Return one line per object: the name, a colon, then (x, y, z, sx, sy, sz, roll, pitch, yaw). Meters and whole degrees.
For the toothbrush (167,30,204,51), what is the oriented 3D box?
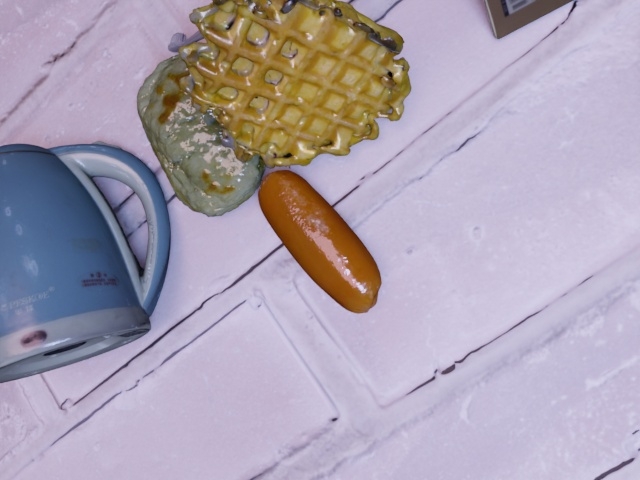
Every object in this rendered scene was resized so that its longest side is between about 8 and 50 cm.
toothbrush: (-0.149, -0.299, 0.696, 0.286, 0.020, 0.025, 11, 88, 49)

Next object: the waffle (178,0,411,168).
waffle: (-0.027, -0.198, 0.618, 0.281, 0.262, 0.060, -16, 50, 8)

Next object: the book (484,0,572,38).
book: (0.319, -0.397, 0.556, 0.310, 0.217, 0.021, -24, 41, 15)

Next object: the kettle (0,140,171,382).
kettle: (-0.392, 0.004, 0.764, 0.320, 0.247, 0.342, -16, 78, -16)

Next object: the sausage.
sausage: (0.000, 0.000, 0.700, 0.098, 0.098, 0.238, -41, 79, 13)

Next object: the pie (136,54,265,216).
pie: (-0.173, -0.167, 0.746, 0.201, 0.090, 0.248, -28, 88, 12)
